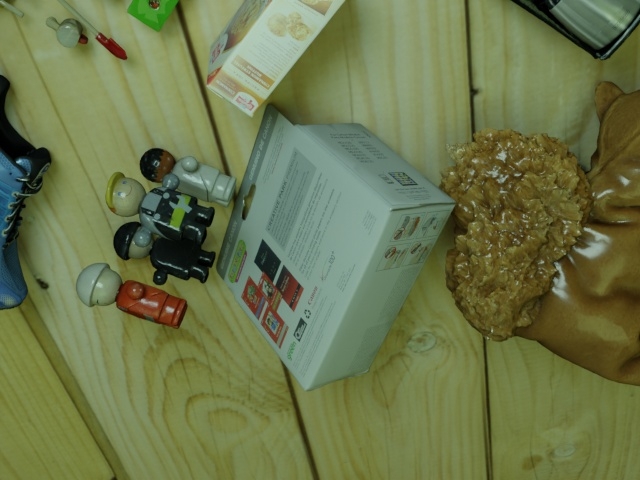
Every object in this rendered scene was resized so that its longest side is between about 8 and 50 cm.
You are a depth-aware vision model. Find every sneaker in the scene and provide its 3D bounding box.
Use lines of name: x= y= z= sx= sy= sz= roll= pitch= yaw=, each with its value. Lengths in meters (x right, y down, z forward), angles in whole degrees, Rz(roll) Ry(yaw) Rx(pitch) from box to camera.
sneaker: x=-0.423 y=-0.060 z=0.890 sx=0.147 sy=0.130 sz=0.330 roll=-7 pitch=115 yaw=-10

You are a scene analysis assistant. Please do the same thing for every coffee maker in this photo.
coffee maker: x=0.289 y=-0.308 z=0.831 sx=0.178 sy=0.171 sz=0.120 roll=33 pitch=93 yaw=-4

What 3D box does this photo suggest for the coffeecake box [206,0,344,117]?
coffeecake box: x=-0.053 y=-0.258 z=0.808 sx=0.068 sy=0.142 sz=0.185 roll=32 pitch=114 yaw=-25

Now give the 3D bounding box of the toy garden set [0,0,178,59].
toy garden set: x=-0.291 y=-0.321 z=0.792 sx=0.244 sy=0.049 sz=0.204 roll=29 pitch=114 yaw=-26

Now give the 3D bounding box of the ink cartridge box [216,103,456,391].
ink cartridge box: x=0.000 y=0.000 z=0.973 sx=0.130 sy=0.272 sz=0.309 roll=-8 pitch=132 yaw=-41

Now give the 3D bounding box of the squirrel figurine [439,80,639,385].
squirrel figurine: x=0.366 y=-0.034 z=0.952 sx=0.397 sy=0.281 sz=0.370 roll=8 pitch=116 yaw=-16

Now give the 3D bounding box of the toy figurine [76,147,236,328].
toy figurine: x=-0.218 y=-0.011 z=0.919 sx=0.148 sy=0.213 sz=0.209 roll=20 pitch=117 yaw=-1
